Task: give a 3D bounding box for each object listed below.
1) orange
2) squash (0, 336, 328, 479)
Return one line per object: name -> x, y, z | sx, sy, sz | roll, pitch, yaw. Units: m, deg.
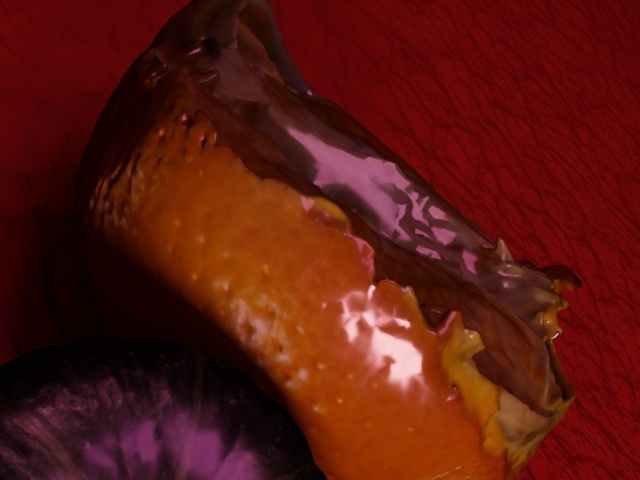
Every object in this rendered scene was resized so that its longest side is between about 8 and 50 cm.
orange -> -0.008, 0.006, 0.705 | 0.262, 0.196, 0.334 | 51, 20, -23
squash -> -0.077, 0.134, 0.516 | 0.193, 0.156, 0.193 | 1, 54, -2
